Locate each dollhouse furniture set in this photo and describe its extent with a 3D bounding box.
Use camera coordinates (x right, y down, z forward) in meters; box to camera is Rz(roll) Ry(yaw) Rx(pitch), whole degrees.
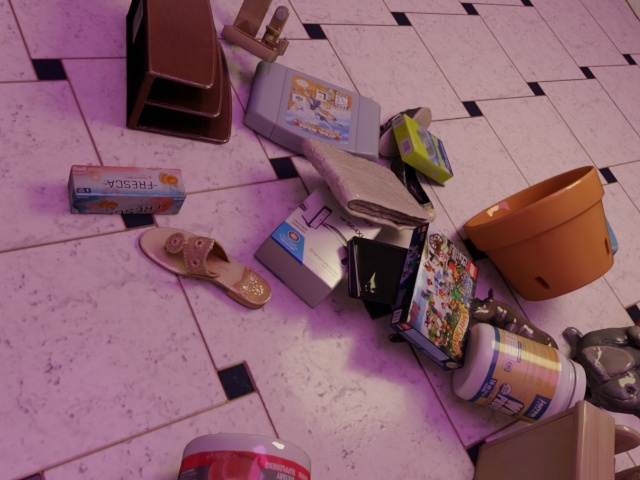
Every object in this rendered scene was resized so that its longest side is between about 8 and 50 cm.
[{"bbox_3d":[-0.126,-0.467,1.344,0.144,0.123,0.151,30,19,1],"label":"dollhouse furniture set"},{"bbox_3d":[0.482,0.460,1.030,0.394,0.256,0.362,31,50,-8],"label":"dollhouse furniture set"}]

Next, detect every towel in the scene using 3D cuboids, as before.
[{"bbox_3d":[0.093,-0.103,1.248,0.282,0.049,0.187,14,33,-47],"label":"towel"}]

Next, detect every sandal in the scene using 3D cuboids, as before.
[{"bbox_3d":[-0.180,0.027,1.061,0.240,0.079,0.088,30,49,-9],"label":"sandal"}]

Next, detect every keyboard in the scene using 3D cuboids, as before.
[{"bbox_3d":[0.172,0.111,1.192,0.317,0.033,0.201,14,62,-38],"label":"keyboard"}]

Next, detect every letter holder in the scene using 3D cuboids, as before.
[{"bbox_3d":[-0.253,-0.359,1.234,0.215,0.152,0.301,8,56,-28],"label":"letter holder"}]

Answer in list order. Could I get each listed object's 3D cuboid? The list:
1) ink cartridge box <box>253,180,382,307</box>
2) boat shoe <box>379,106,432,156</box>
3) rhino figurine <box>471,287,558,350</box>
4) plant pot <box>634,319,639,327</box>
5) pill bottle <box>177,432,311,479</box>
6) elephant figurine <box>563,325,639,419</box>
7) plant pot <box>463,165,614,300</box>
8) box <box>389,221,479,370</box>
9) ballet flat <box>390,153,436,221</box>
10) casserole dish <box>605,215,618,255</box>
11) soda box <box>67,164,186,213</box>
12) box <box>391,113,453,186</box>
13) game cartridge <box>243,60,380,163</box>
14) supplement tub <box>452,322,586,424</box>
[{"bbox_3d":[0.000,0.000,1.177,0.148,0.086,0.203,41,49,0],"label":"ink cartridge box"},{"bbox_3d":[0.181,-0.255,1.484,0.065,0.075,0.206,16,42,39],"label":"boat shoe"},{"bbox_3d":[0.379,0.182,1.277,0.243,0.073,0.106,40,55,-3],"label":"rhino figurine"},{"bbox_3d":[0.839,0.254,1.385,0.236,0.267,0.267,28,49,4],"label":"plant pot"},{"bbox_3d":[-0.108,0.416,0.776,0.177,0.176,0.318,18,52,-18],"label":"pill bottle"},{"bbox_3d":[0.581,0.275,1.263,0.239,0.186,0.169,-34,95,-49],"label":"elephant figurine"},{"bbox_3d":[0.479,-0.004,1.348,0.291,0.291,0.203,-29,94,-39],"label":"plant pot"},{"bbox_3d":[0.219,0.102,1.186,0.159,0.044,0.233,39,49,-24],"label":"box"},{"bbox_3d":[0.205,-0.116,1.395,0.058,0.049,0.173,-13,67,-34],"label":"ballet flat"},{"bbox_3d":[0.705,-0.035,1.635,0.114,0.037,0.188,4,57,-28],"label":"casserole dish"},{"bbox_3d":[-0.324,-0.084,1.068,0.183,0.058,0.062,-1,60,-29],"label":"soda box"},{"bbox_3d":[0.237,-0.200,1.434,0.178,0.042,0.108,22,47,-44],"label":"box"},{"bbox_3d":[-0.009,-0.265,1.362,0.298,0.062,0.198,17,48,-15],"label":"game cartridge"},{"bbox_3d":[0.357,0.247,1.154,0.200,0.144,0.144,20,51,-1],"label":"supplement tub"}]
